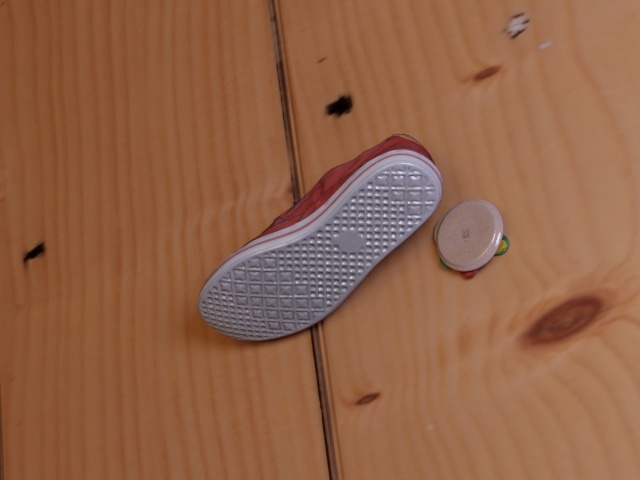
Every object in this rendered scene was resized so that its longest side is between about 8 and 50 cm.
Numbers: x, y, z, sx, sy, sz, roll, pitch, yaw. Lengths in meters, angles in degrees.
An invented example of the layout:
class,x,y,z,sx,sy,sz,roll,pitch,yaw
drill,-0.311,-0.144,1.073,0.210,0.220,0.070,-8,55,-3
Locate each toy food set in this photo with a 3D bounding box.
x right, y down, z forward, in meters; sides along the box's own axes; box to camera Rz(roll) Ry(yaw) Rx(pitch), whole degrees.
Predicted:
class,x,y,z,sx,sy,sz,roll,pitch,yaw
toy food set,0.157,-0.004,1.851,0.083,0.020,0.083,-30,56,23

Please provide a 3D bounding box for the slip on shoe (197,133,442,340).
class,x,y,z,sx,sy,sz,roll,pitch,yaw
slip on shoe,0.000,0.000,1.923,0.331,0.123,0.101,-39,21,24
